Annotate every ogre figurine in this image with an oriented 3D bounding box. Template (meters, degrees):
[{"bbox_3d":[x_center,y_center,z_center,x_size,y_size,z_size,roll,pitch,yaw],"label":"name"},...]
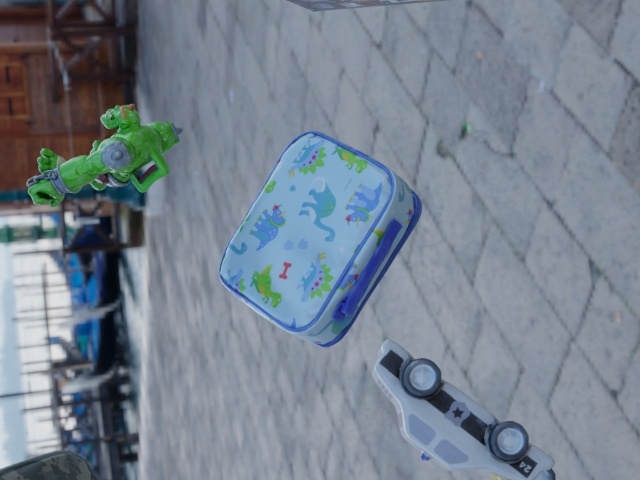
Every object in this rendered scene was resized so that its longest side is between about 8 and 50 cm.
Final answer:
[{"bbox_3d":[-0.234,-0.095,1.153,0.118,0.197,0.096,-20,80,27],"label":"ogre figurine"}]

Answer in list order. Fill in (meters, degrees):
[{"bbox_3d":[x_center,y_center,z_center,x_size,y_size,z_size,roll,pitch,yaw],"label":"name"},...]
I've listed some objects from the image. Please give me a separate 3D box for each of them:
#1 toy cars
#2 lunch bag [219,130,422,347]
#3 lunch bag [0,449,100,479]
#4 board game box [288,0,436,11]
[{"bbox_3d":[0.177,0.236,0.985,0.087,0.394,0.176,-53,33,-9],"label":"toy cars"},{"bbox_3d":[0.000,0.000,1.147,0.176,0.090,0.219,30,89,36],"label":"lunch bag"},{"bbox_3d":[-0.298,0.381,0.941,0.305,0.256,0.212,57,-166,9],"label":"lunch bag"},{"bbox_3d":[0.077,-0.323,1.243,0.165,0.243,0.042,-12,-79,-70],"label":"board game box"}]
